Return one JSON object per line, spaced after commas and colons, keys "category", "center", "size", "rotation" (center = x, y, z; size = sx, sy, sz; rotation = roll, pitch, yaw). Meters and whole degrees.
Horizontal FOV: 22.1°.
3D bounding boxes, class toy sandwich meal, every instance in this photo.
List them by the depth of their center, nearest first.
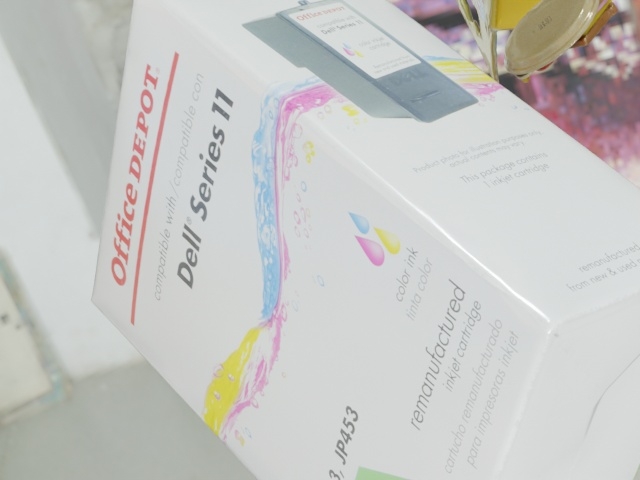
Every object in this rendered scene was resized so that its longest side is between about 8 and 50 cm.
{"category": "toy sandwich meal", "center": [0.158, -0.135, 1.081], "size": [0.085, 0.029, 0.086], "rotation": [-37, 26, 21]}

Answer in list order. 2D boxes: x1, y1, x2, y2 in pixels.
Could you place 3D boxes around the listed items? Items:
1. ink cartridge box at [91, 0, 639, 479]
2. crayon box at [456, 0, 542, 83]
{"category": "ink cartridge box", "center": [0.000, 0.000, 0.797], "size": [0.119, 0.207, 0.353], "rotation": [-18, 46, -36]}
{"category": "crayon box", "center": [0.153, -0.304, 1.265], "size": [0.081, 0.319, 0.202], "rotation": [-5, 37, -6]}
